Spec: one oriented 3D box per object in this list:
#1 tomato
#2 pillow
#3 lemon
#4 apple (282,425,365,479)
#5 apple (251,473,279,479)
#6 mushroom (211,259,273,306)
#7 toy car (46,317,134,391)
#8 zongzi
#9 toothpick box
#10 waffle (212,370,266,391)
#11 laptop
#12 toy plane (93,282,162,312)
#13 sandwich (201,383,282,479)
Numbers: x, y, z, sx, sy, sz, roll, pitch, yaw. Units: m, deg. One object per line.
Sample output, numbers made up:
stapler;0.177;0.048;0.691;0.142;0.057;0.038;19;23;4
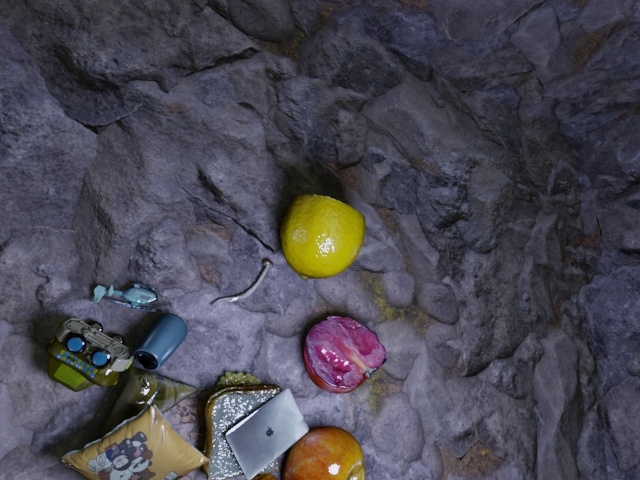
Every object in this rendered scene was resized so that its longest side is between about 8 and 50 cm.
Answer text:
tomato;0.078;0.462;1.785;0.335;0.176;0.290;-29;67;-34
pillow;-0.550;0.664;1.349;0.310;0.119;0.312;-31;120;-9
lemon;0.000;0.000;1.817;0.364;0.364;0.364;8;69;-23
apple;0.023;0.812;1.578;0.301;0.301;0.302;8;69;-23
apple;-0.193;0.870;1.524;0.146;0.146;0.146;8;69;-23
mushroom;-0.296;0.184;1.774;0.068;0.043;0.306;41;60;12
toy car;-0.750;0.384;1.422;0.248;0.204;0.198;34;85;-11
zongzi;-0.561;0.573;1.483;0.274;0.125;0.251;40;74;-46
toothpick box;-0.543;0.346;1.513;0.120;0.120;0.184;38;33;-10
waffle;-0.299;0.588;1.621;0.207;0.054;0.214;28;70;-18
laptop;-0.177;0.656;1.529;0.269;0.015;0.188;-29;101;-30
toy plane;-0.672;0.194;1.579;0.235;0.060;0.096;17;79;-24
sandwich;-0.271;0.654;1.540;0.271;0.099;0.301;5;84;-31
